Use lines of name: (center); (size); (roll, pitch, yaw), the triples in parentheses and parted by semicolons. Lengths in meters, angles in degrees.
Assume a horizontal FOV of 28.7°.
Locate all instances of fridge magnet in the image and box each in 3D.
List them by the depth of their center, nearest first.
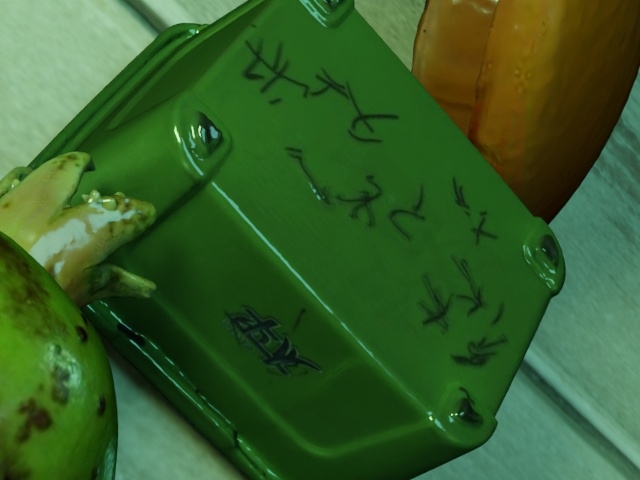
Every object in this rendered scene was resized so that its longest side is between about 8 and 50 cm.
fridge magnet: (0.178, -0.166, 0.991); (0.155, 0.364, 0.364); (18, 46, 17)

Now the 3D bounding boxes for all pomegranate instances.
pomegranate: (-0.179, 0.087, 0.609); (0.286, 0.231, 0.231); (-22, 87, -58)

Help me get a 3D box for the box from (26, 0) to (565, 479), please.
box: (0.000, 0.000, 0.827); (0.329, 0.177, 0.253); (48, 45, -16)
